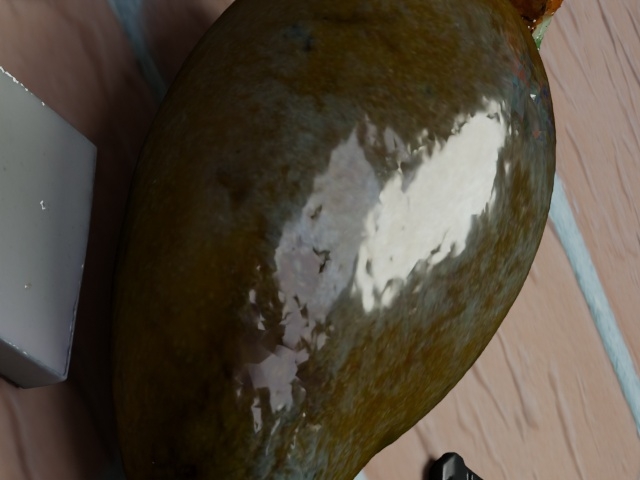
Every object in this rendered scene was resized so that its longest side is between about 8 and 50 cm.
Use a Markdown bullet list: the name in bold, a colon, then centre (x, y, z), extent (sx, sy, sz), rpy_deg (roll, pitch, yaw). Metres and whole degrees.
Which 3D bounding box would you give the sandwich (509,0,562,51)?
- **sandwich**: centre (0.081, -0.208, 0.963), extent (0.235, 0.159, 0.079), rpy_deg (56, 34, 1)

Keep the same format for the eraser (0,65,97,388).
- **eraser**: centre (-0.134, -0.025, 0.602), extent (0.150, 0.023, 0.104), rpy_deg (43, 43, -49)

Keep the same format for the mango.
- **mango**: centre (0.000, 0.000, 0.732), extent (0.193, 0.146, 0.316), rpy_deg (55, 48, -34)

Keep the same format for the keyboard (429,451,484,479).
- **keyboard**: centre (0.081, 0.245, 0.905), extent (0.106, 0.016, 0.262), rpy_deg (40, 45, -50)
